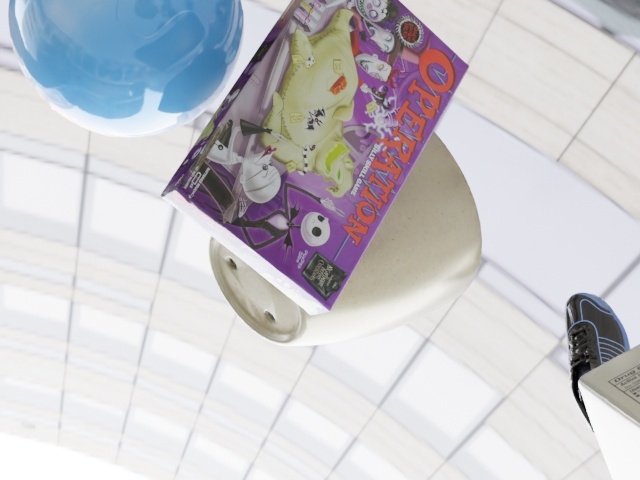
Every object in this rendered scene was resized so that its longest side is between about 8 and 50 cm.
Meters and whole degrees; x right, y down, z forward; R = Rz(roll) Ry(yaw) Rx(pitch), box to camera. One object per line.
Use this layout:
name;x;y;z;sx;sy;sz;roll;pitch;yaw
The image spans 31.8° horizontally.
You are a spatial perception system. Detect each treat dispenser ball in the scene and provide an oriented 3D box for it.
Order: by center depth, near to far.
treat dispenser ball;-0.238;-0.271;1.393;0.288;0.288;0.288;7;-122;-11

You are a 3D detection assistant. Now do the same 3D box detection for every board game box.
board game box;0.006;-0.121;1.189;0.208;0.056;0.347;41;-116;-23

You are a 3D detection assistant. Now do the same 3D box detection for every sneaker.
sneaker;0.384;0.171;1.568;0.090;0.081;0.232;16;-132;-43

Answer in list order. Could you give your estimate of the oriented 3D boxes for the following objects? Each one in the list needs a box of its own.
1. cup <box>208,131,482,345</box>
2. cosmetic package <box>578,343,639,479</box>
cup;0.000;0.000;1.412;0.237;0.331;0.331;-36;-106;-32
cosmetic package;0.342;0.175;0.839;0.153;0.296;0.129;-25;-69;-8
